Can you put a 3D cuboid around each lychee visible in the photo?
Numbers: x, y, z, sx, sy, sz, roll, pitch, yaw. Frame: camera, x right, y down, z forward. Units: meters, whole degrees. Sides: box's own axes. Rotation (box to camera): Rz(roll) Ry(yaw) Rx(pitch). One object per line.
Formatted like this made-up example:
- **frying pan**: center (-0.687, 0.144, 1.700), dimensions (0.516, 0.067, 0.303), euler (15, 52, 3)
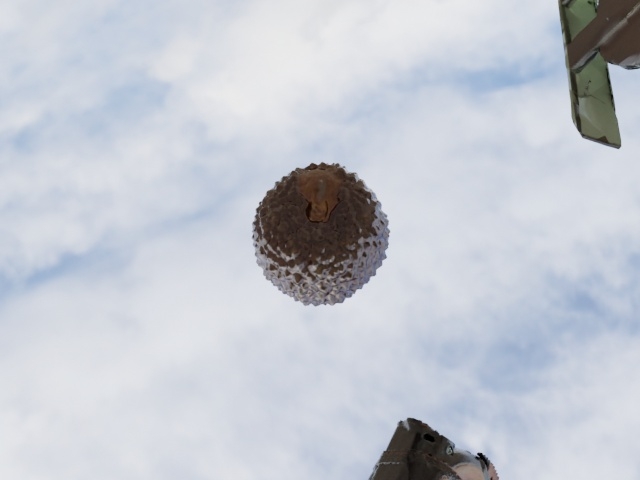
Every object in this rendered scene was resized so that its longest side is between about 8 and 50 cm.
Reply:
- **lychee**: center (0.000, 0.000, 1.385), dimensions (0.188, 0.188, 0.188), euler (-10, -142, 8)

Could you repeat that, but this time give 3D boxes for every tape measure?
- **tape measure**: center (0.155, 0.379, 1.501), dimensions (0.135, 0.223, 0.202), euler (-5, -131, 49)

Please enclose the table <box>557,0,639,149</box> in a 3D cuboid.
- **table**: center (0.144, -0.135, 0.366), dimensions (0.062, 0.146, 0.175), euler (12, -122, -22)
